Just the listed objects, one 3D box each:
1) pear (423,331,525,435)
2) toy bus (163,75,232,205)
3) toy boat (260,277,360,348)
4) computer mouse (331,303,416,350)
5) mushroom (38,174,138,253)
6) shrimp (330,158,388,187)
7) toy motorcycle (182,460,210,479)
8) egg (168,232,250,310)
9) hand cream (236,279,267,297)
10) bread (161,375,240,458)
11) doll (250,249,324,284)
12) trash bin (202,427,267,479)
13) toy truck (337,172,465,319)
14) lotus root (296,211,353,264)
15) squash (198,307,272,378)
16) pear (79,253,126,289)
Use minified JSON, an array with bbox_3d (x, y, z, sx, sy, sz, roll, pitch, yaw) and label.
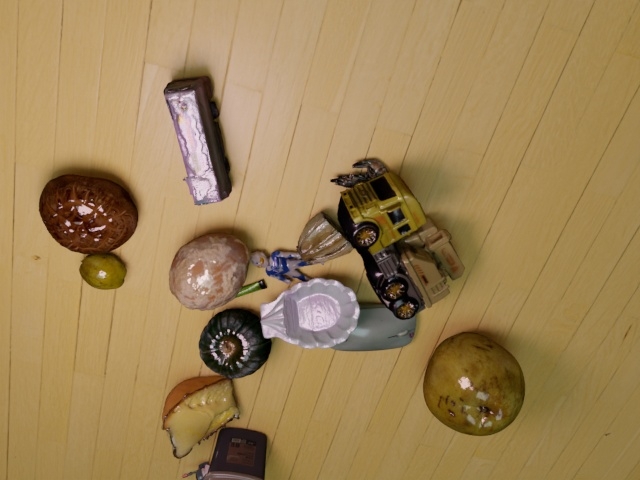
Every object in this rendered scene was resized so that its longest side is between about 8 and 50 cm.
[{"bbox_3d":[0.461,0.438,1.757,0.304,0.304,0.303,0,119,0],"label":"pear"},{"bbox_3d":[-0.301,-0.239,1.469,0.113,0.138,0.316,-8,117,6],"label":"toy bus"},{"bbox_3d":[-0.026,0.213,1.693,0.290,0.100,0.199,-7,80,9],"label":"toy boat"},{"bbox_3d":[0.147,0.272,1.774,0.289,0.097,0.159,3,116,-1],"label":"computer mouse"},{"bbox_3d":[-0.618,-0.068,1.561,0.253,0.153,0.253,1,129,2],"label":"mushroom"},{"bbox_3d":[0.104,-0.175,1.567,0.161,0.034,0.091,-1,116,-9],"label":"shrimp"},{"bbox_3d":[-0.416,0.895,2.116,0.150,0.102,0.221,-7,124,-20],"label":"toy motorcycle"},{"bbox_3d":[-0.303,0.081,1.613,0.245,0.203,0.203,-41,112,9],"label":"egg"},{"bbox_3d":[-0.220,0.148,1.745,0.122,0.023,0.036,-18,127,9],"label":"hand cream"},{"bbox_3d":[-0.398,0.533,1.880,0.262,0.163,0.204,-26,124,-35],"label":"bread"},{"bbox_3d":[-0.110,0.076,1.688,0.227,0.057,0.114,14,122,-11],"label":"doll"},{"bbox_3d":[-0.277,0.773,1.934,0.210,0.290,0.182,9,118,-4],"label":"trash bin"},{"bbox_3d":[0.217,0.014,1.570,0.254,0.180,0.405,-30,121,4],"label":"toy truck"},{"bbox_3d":[-0.001,-0.003,1.638,0.144,0.070,0.143,-32,120,12],"label":"lotus root"},{"bbox_3d":[-0.254,0.306,1.746,0.218,0.172,0.218,5,119,10],"label":"squash"},{"bbox_3d":[-0.617,0.087,1.666,0.131,0.107,0.107,23,116,-16],"label":"pear"}]
